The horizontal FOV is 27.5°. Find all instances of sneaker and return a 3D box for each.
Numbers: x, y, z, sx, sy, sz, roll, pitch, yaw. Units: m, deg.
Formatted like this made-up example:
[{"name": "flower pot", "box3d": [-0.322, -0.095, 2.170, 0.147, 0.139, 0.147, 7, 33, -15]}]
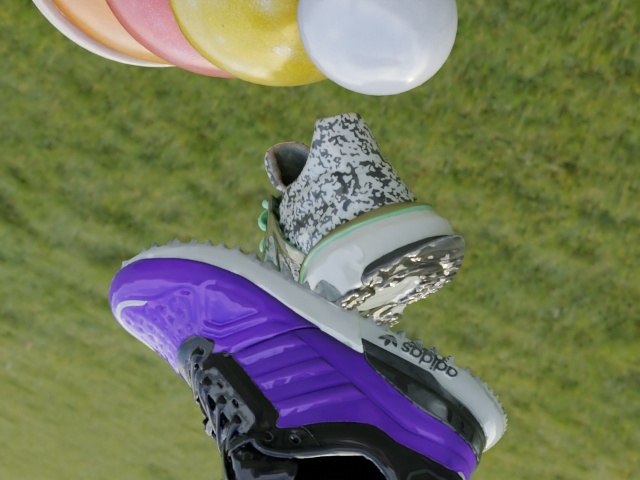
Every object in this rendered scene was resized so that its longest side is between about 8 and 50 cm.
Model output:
[{"name": "sneaker", "box3d": [-0.037, 0.106, 0.863, 0.293, 0.146, 0.102, 22, 145, 19]}, {"name": "sneaker", "box3d": [0.000, 0.000, 1.210, 0.158, 0.182, 0.410, -13, 167, -24]}]

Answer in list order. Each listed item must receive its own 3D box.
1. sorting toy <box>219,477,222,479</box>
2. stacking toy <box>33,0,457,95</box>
[{"name": "sorting toy", "box3d": [-0.075, 0.255, 1.501, 0.038, 0.193, 0.208, 27, 158, -13]}, {"name": "stacking toy", "box3d": [-0.038, -0.236, 1.103, 0.480, 0.350, 0.350, 45, 176, 47]}]
